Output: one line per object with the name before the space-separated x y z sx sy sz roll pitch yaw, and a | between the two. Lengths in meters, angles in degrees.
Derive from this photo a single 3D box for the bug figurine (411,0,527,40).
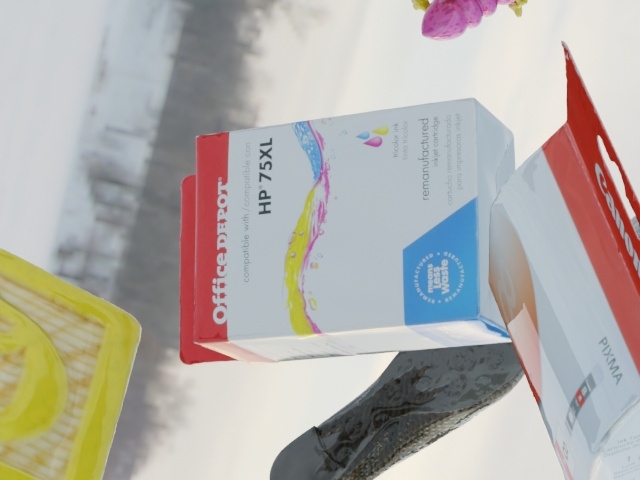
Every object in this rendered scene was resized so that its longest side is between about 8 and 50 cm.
bug figurine | 0.153 -0.232 1.332 0.216 0.072 0.279 -34 166 -2

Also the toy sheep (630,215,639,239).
toy sheep | 0.284 0.010 1.503 0.132 0.091 0.091 -45 154 -66

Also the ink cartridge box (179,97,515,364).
ink cartridge box | 0.000 0.000 1.116 0.078 0.231 0.134 28 59 -62

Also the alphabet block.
alphabet block | -0.260 0.129 1.221 0.197 0.193 0.192 -46 -155 42

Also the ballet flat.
ballet flat | 0.070 0.141 1.472 0.250 0.058 0.084 -37 -126 9

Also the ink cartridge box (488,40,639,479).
ink cartridge box | 0.114 0.023 0.827 0.179 0.045 0.145 78 -5 -55
